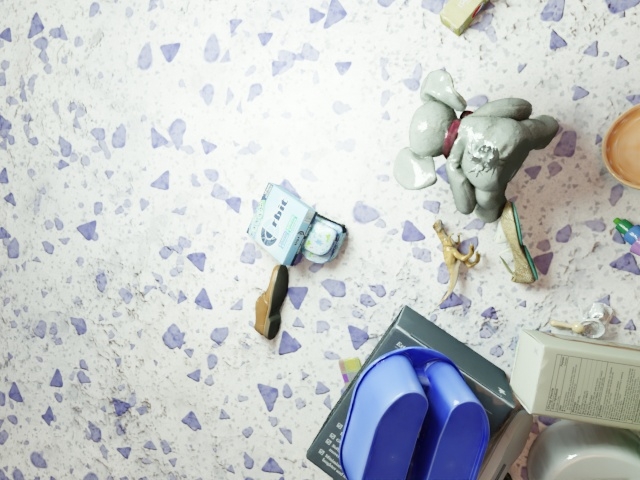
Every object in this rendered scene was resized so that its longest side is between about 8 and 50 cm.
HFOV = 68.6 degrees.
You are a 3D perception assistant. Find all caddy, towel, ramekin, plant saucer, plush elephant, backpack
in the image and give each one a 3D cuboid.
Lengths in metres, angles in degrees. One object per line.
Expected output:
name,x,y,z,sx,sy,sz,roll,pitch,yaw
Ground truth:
caddy,0.172,0.381,0.916,0.241,0.179,0.342,13,99,-9
towel,0.085,0.353,1.251,0.060,0.009,0.083,-17,90,17
ramekin,0.611,0.550,1.033,0.277,0.135,0.278,2,95,18
plant saucer,0.696,-0.194,0.966,0.199,0.037,0.200,-12,70,37
plush elephant,0.304,-0.211,1.019,0.255,0.330,0.272,39,113,30
backpack,0.000,0.000,1.213,0.104,0.084,0.115,25,104,17

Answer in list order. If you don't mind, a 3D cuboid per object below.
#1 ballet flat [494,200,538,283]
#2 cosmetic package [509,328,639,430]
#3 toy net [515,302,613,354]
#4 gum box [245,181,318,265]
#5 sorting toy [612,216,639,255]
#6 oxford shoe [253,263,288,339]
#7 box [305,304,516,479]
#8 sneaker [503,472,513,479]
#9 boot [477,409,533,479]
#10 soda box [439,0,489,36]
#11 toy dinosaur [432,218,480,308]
ballet flat,0.433,0.012,1.065,0.067,0.073,0.206,-16,104,27
cosmetic package,0.577,0.293,0.991,0.295,0.129,0.153,10,97,1
toy net,0.568,0.231,1.069,0.232,0.045,0.122,-36,83,17
gum box,-0.105,-0.046,1.223,0.184,0.041,0.157,38,107,42
sorting toy,0.765,-0.126,0.968,0.365,0.127,0.126,-48,51,18
oxford shoe,-0.142,0.160,1.279,0.076,0.076,0.213,19,99,29
box,0.204,0.407,1.107,0.293,0.212,0.396,34,104,10
sneaker,0.388,0.601,1.154,0.178,0.072,0.077,-11,71,17
boot,0.391,0.496,1.122,0.258,0.095,0.123,-52,37,-11
soda box,0.355,-0.565,1.069,0.061,0.058,0.181,44,105,10
toy dinosaur,0.324,0.051,1.135,0.112,0.064,0.212,-13,81,36
